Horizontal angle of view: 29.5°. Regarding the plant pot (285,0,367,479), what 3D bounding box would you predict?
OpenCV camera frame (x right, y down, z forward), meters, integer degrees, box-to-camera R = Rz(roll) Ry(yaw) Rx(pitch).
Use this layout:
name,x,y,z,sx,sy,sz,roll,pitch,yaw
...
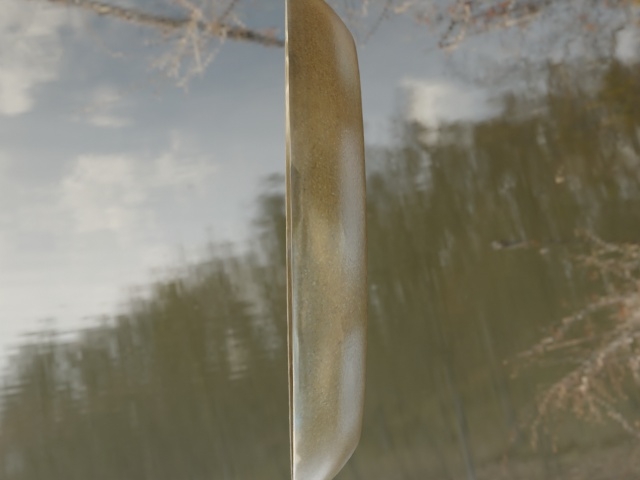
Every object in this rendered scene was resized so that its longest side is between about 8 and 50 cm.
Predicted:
name,x,y,z,sx,sy,sz,roll,pitch,yaw
plant pot,0.000,0.000,0.561,0.032,0.236,0.236,0,163,-2
